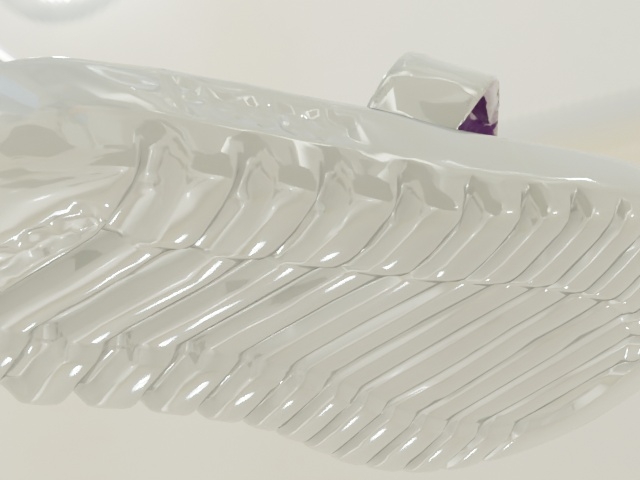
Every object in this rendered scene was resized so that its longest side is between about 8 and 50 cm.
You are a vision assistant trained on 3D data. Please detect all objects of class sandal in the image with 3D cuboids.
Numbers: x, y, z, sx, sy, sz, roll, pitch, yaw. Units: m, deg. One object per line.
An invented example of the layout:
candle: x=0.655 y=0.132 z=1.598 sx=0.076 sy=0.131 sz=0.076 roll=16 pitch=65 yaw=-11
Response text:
sandal: x=0.012 y=-0.008 z=0.662 sx=0.169 sy=0.416 sz=0.102 roll=-36 pitch=-119 yaw=25
